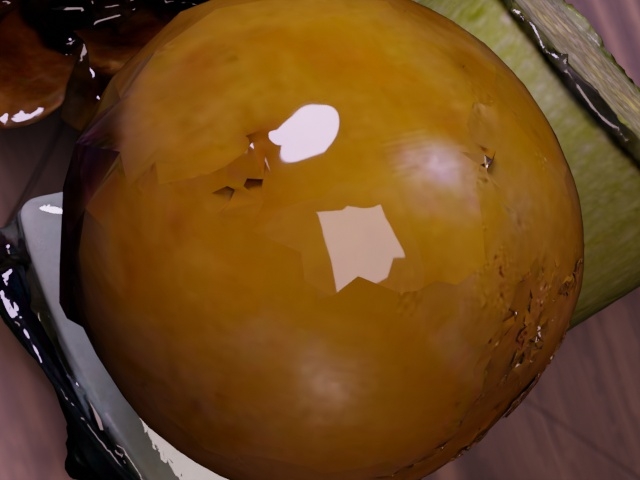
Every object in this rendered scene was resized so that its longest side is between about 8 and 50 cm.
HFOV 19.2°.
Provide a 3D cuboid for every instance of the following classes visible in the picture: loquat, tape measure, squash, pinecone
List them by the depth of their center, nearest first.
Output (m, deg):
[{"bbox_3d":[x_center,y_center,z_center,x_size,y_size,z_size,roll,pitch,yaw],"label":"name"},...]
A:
[{"bbox_3d":[0.000,0.000,0.828,0.235,0.235,0.235,2,83,-17],"label":"loquat"},{"bbox_3d":[-0.111,-0.174,0.938,0.202,0.201,0.229,-10,64,-35],"label":"pinecone"},{"bbox_3d":[-0.055,0.062,0.976,0.235,0.115,0.207,-12,82,-15],"label":"tape measure"},{"bbox_3d":[0.112,-0.061,1.017,0.133,0.220,0.220,-37,97,22],"label":"squash"}]
